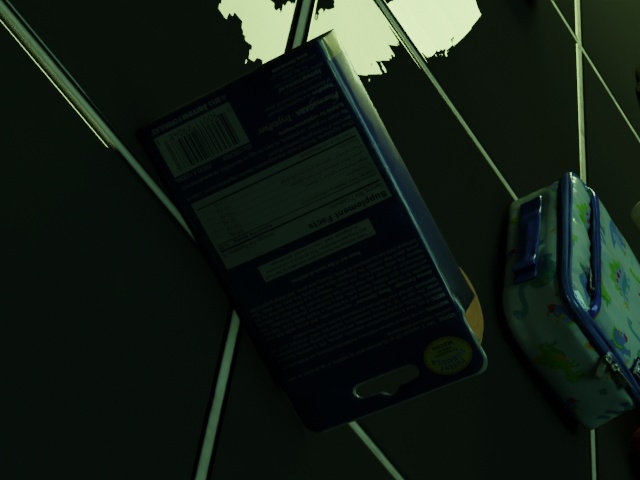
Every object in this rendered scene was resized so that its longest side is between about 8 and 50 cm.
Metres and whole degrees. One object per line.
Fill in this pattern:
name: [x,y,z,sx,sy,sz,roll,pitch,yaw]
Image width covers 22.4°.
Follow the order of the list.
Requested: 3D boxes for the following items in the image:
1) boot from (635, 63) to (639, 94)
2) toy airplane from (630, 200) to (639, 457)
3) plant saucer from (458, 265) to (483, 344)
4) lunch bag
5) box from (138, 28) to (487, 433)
boot: [0.484,-0.194,2.262,0.114,0.037,0.106,51,41,-24]
toy airplane: [0.510,0.111,1.676,0.272,0.384,0.386,85,9,-48]
plant saucer: [0.112,0.050,1.323,0.083,0.013,0.083,46,30,-38]
lunch bag: [0.239,0.052,1.493,0.176,0.090,0.219,52,27,-23]
box: [0.000,0.000,0.993,0.225,0.136,0.036,62,24,-9]
